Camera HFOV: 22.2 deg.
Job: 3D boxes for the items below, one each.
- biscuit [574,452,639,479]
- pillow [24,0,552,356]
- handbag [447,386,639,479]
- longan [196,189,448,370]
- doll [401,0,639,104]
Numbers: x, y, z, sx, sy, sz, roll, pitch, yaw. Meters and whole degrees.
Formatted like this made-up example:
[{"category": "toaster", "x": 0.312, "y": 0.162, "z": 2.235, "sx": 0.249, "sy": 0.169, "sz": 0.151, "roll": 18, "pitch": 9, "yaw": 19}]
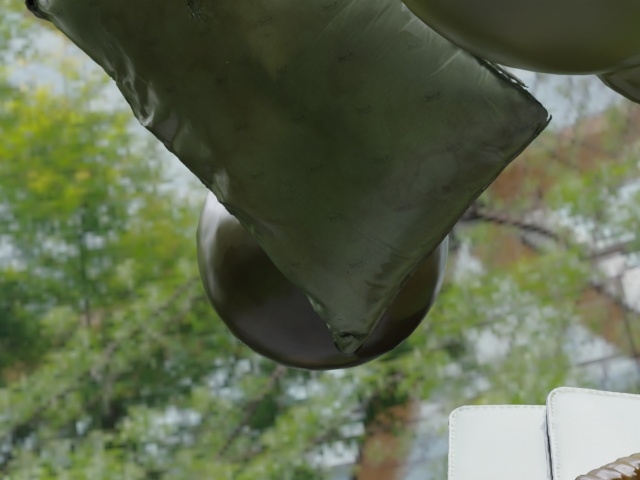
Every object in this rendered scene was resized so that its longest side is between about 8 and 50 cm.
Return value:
[{"category": "biscuit", "x": 0.132, "y": 0.242, "z": 0.814, "sx": 0.305, "sy": 0.038, "sz": 0.305, "roll": -23, "pitch": -54, "yaw": -35}, {"category": "pillow", "x": -0.033, "y": -0.104, "z": 0.881, "sx": 0.075, "sy": 0.302, "sz": 0.185, "roll": -19, "pitch": -29, "yaw": -55}, {"category": "handbag", "x": 0.221, "y": 0.272, "z": 1.317, "sx": 0.236, "sy": 0.358, "sz": 0.160, "roll": -2, "pitch": -63, "yaw": 7}, {"category": "longan", "x": 0.000, "y": 0.000, "z": 1.073, "sx": 0.167, "sy": 0.187, "sz": 0.167, "roll": -13, "pitch": -39, "yaw": -10}, {"category": "doll", "x": 0.030, "y": -0.143, "z": 0.440, "sx": 0.260, "sy": 0.161, "sz": 0.177, "roll": 15, "pitch": -72, "yaw": -10}]
